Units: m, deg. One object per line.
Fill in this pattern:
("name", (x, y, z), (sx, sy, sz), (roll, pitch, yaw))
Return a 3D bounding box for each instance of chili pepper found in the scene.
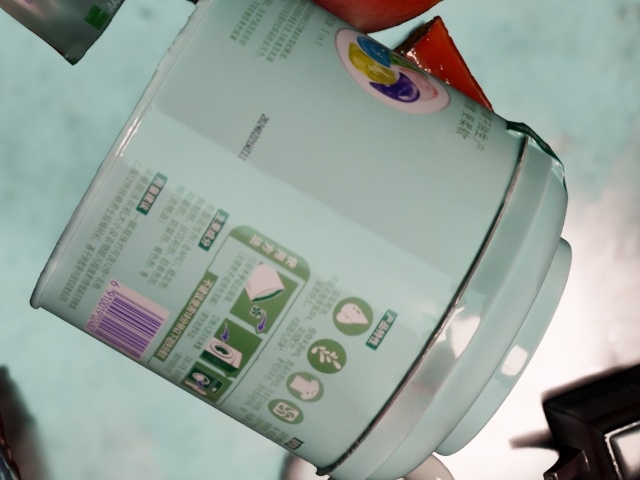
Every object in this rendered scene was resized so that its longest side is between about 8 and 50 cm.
("chili pepper", (0.112, -0.086, 1.271), (0.088, 0.065, 0.169), (-41, 102, 16))

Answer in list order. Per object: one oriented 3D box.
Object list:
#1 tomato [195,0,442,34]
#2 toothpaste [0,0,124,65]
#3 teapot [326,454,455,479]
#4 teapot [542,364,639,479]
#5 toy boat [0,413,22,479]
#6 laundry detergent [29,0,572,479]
("tomato", (-0.005, -0.281, 1.185), (0.309, 0.170, 0.309), (0, 94, -4))
("toothpaste", (-0.285, -0.245, 1.223), (0.301, 0.048, 0.075), (34, 63, -14))
("teapot", (0.114, 0.352, 1.227), (0.280, 0.252, 0.424), (-25, 91, -36))
("teapot", (0.253, 0.153, 1.282), (0.177, 0.096, 0.087), (-20, 96, -4))
("toy boat", (-0.276, 0.246, 1.222), (0.142, 0.129, 0.309), (-16, 97, -15))
("laundry detergent", (0.000, 0.000, 1.145), (0.305, 0.287, 0.287), (31, 91, -5))
